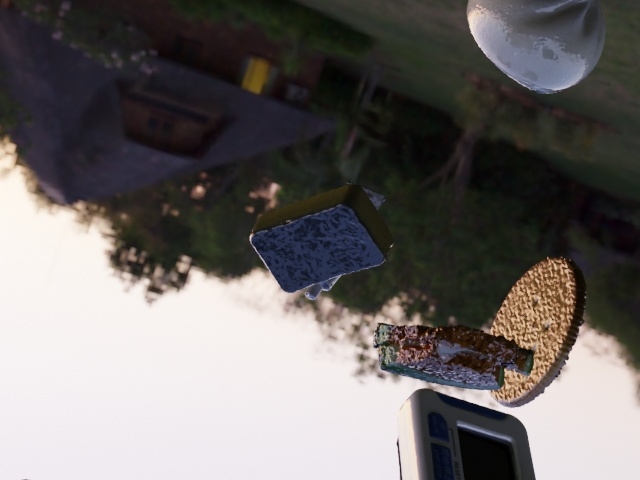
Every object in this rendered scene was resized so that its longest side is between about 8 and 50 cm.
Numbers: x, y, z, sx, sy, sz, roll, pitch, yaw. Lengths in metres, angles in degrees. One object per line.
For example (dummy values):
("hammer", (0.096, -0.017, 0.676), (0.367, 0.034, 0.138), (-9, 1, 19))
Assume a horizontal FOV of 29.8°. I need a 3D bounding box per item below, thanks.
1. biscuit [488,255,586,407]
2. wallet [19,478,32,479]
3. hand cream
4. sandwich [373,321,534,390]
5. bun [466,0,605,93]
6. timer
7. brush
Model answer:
("biscuit", (0.397, 0.169, 2.216), (0.038, 0.305, 0.305), (24, -177, -16))
("wallet", (-0.409, 0.441, 1.803), (0.142, 0.045, 0.204), (30, -167, -11))
("hand cream", (0.040, 0.007, 2.431), (0.084, 0.257, 0.050), (26, 168, 4))
("sandwich", (0.207, 0.175, 1.783), (0.235, 0.079, 0.159), (13, 169, -20))
("bun", (0.263, -0.264, 1.410), (0.173, 0.120, 0.172), (23, -138, -23))
("timer", (0.181, 0.311, 1.474), (0.178, 0.078, 0.253), (20, -141, -19))
("brush", (0.000, 0.000, 1.799), (0.197, 0.123, 0.059), (-19, -152, 30))
